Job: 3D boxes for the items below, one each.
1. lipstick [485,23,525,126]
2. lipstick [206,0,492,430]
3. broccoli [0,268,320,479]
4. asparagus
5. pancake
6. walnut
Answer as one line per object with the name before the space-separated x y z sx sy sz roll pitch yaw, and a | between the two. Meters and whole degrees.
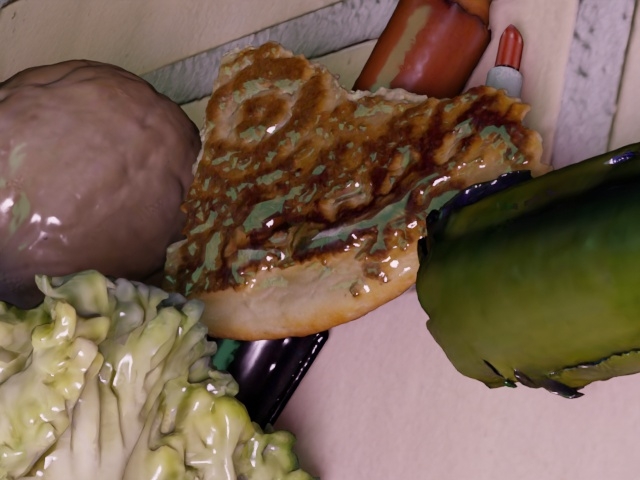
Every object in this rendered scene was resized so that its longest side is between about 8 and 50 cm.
lipstick | 0.115 -0.082 1.009 0.030 0.030 0.129 -13 57 50
lipstick | 0.000 0.000 1.064 0.418 0.077 0.077 -60 33 0
broccoli | -0.129 0.192 0.884 0.281 0.293 0.348 -89 10 -59
asparagus | 0.213 -0.010 0.760 0.382 0.108 0.128 -19 53 44
pancake | 0.004 -0.052 1.015 0.266 0.057 0.244 -33 49 13
walnut | -0.195 -0.020 1.203 0.248 0.248 0.248 -32 43 37
